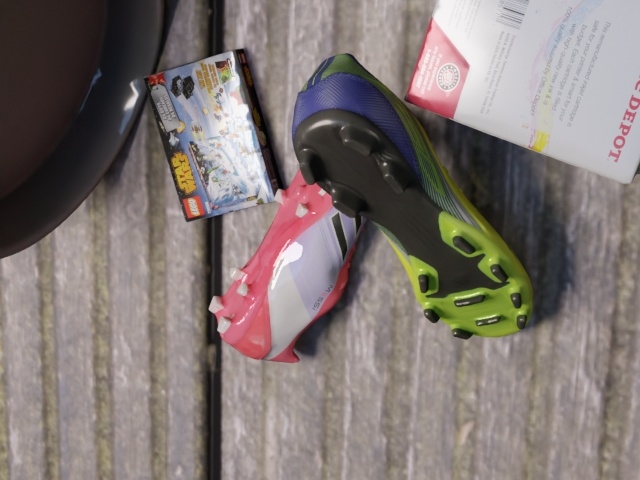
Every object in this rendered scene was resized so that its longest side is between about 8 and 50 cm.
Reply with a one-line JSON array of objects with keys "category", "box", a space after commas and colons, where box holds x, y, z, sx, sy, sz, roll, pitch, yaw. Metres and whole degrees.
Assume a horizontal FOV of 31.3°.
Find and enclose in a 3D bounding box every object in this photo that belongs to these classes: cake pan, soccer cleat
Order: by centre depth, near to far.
[{"category": "soccer cleat", "box": [0.084, -0.030, 0.890, 0.093, 0.121, 0.289, -23, 129, 30]}, {"category": "cake pan", "box": [-0.232, -0.124, 0.917, 0.054, 0.293, 0.293, 28, 112, 15]}, {"category": "soccer cleat", "box": [0.000, 0.000, 0.984, 0.095, 0.083, 0.248, 26, 107, -30]}]

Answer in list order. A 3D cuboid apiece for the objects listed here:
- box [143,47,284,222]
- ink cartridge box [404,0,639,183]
[{"category": "box", "box": [-0.094, -0.092, 1.016, 0.094, 0.027, 0.137, -12, 98, 23]}, {"category": "ink cartridge box", "box": [0.176, -0.137, 0.839, 0.176, 0.127, 0.128, 24, 110, 16]}]
